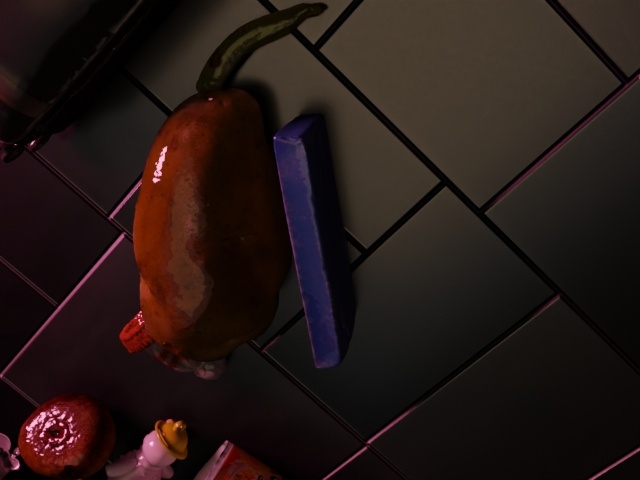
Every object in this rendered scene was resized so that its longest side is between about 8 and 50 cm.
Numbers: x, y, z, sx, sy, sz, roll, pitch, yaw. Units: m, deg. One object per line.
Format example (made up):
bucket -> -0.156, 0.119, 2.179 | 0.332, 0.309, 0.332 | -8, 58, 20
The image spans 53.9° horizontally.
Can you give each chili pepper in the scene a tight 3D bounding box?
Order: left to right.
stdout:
chili pepper -> -0.090, -0.248, 0.798 | 0.208, 0.043, 0.049 | -35, 89, 18

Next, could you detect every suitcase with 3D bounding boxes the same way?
suitcase -> -0.326, -0.319, 0.727 | 0.434, 0.194, 0.283 | -40, 101, 18

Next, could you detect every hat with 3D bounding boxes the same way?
hat -> -0.210, 0.160, 0.947 | 0.162, 0.093, 0.112 | 46, 136, -16

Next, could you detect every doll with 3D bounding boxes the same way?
doll -> -0.285, 0.367, 1.034 | 0.129, 0.081, 0.207 | 25, 113, -45

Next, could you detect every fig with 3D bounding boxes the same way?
fig -> -0.396, 0.346, 1.046 | 0.146, 0.133, 0.201 | 15, 145, 19

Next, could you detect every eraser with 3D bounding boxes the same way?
eraser -> 0.000, 0.000, 0.823 | 0.043, 0.144, 0.311 | -5, 110, 13

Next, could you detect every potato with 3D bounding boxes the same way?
potato -> -0.137, -0.012, 0.826 | 0.196, 0.176, 0.369 | 3, 105, 4

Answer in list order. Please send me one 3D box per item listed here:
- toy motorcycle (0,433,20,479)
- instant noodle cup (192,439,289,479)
toy motorcycle -> -0.582, 0.391, 1.045 | 0.102, 0.221, 0.150 | 7, 67, 3
instant noodle cup -> -0.097, 0.499, 0.978 | 0.308, 0.294, 0.294 | 38, 111, 1
